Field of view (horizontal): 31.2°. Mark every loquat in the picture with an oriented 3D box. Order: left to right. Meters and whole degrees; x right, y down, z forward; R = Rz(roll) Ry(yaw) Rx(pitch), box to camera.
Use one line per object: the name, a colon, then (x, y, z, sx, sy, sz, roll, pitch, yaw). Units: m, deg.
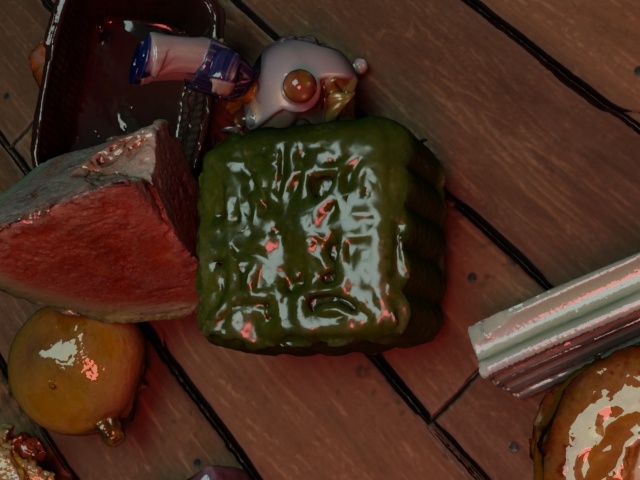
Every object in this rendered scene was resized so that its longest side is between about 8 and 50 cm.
loquat: (-0.285, 0.158, 1.379, 0.172, 0.149, 0.204, -38, 70, 7)

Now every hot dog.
hot dog: (-0.411, 0.324, 1.422, 0.146, 0.103, 0.213, 46, 108, 13)

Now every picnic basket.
picnic basket: (-0.240, -0.187, 1.457, 0.223, 0.129, 0.296, 9, 81, -5)

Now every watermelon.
watermelon: (-0.237, -0.013, 1.280, 0.193, 0.310, 0.231, -84, 12, -61)

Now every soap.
soap: (0.254, 0.082, 1.119, 0.198, 0.114, 0.063, -26, 60, 18)

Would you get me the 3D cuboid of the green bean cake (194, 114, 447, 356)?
green bean cake: (0.000, 0.000, 1.235, 0.250, 0.156, 0.246, -4, 77, 26)

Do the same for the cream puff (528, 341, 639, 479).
cream puff: (0.304, 0.203, 1.018, 0.240, 0.164, 0.240, -3, 81, 18)

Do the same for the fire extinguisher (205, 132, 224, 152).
fire extinguisher: (-0.079, -0.100, 1.420, 0.158, 0.043, 0.064, 7, 117, 32)

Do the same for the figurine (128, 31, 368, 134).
figurine: (-0.084, -0.186, 1.349, 0.274, 0.194, 0.133, 7, 78, 0)

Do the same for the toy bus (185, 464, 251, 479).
toy bus: (-0.204, 0.375, 1.277, 0.317, 0.112, 0.138, -34, 63, 16)

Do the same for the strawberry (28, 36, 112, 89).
strawberry: (-0.336, -0.246, 1.600, 0.187, 0.082, 0.146, 9, 71, 36)
